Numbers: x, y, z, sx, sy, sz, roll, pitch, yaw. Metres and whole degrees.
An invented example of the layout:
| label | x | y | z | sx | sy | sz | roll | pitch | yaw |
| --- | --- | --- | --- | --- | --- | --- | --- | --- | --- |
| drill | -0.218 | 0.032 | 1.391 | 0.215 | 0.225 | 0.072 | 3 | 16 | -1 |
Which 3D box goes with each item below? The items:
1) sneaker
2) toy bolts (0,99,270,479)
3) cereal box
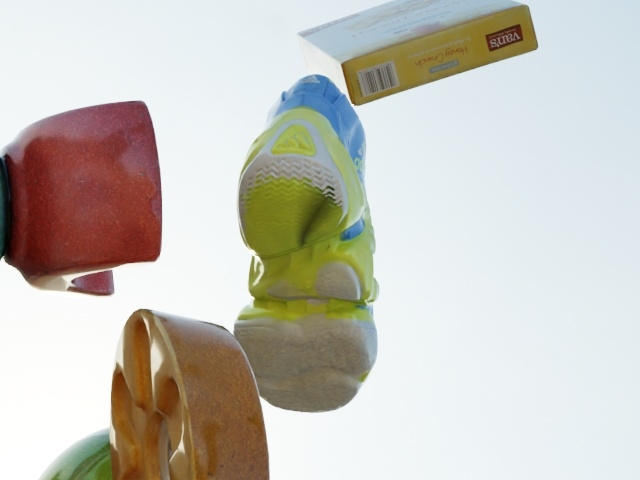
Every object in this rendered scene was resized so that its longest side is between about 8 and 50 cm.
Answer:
| label | x | y | z | sx | sy | sz | roll | pitch | yaw |
| --- | --- | --- | --- | --- | --- | --- | --- | --- | --- |
| sneaker | 0.000 | 0.000 | 0.887 | 0.091 | 0.126 | 0.240 | 9 | -42 | 4 |
| toy bolts | -0.132 | 0.048 | 0.509 | 0.218 | 0.159 | 0.228 | 137 | -53 | -62 |
| cereal box | 0.081 | -0.187 | 1.330 | 0.240 | 0.173 | 0.047 | -127 | -161 | -71 |
